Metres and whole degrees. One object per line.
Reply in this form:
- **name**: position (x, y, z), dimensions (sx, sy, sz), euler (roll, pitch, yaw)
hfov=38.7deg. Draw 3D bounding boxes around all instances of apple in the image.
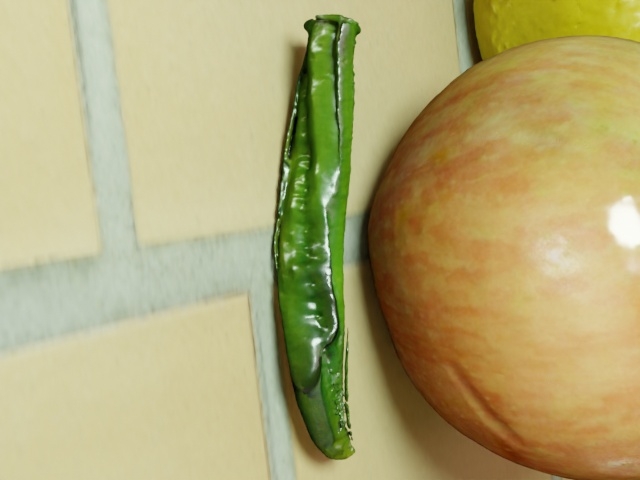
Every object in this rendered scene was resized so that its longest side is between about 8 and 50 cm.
- **apple**: position (0.229, 0.015, 0.827), dimensions (0.392, 0.347, 0.391), euler (6, 82, -46)

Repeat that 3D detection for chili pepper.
- **chili pepper**: position (0.000, 0.001, 0.738), dimensions (0.077, 0.085, 0.358), euler (2, 90, -16)

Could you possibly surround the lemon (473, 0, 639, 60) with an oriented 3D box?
- **lemon**: position (0.327, -0.265, 1.025), dimensions (0.336, 0.336, 0.335), euler (9, 79, -54)
